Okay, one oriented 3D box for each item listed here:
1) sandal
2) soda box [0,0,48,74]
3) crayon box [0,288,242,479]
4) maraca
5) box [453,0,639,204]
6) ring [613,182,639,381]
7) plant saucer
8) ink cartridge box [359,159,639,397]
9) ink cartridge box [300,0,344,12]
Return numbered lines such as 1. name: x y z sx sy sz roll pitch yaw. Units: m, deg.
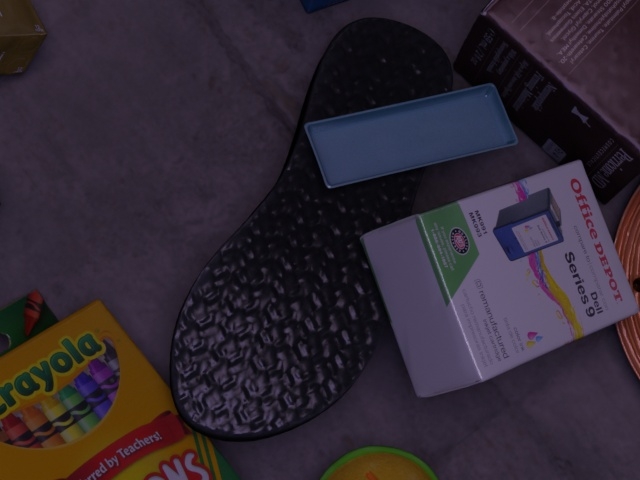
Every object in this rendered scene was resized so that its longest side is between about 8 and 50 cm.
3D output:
1. sandal: 0.003 0.000 1.497 0.168 0.107 0.445 27 65 0
2. soda box: -0.340 -0.185 1.465 0.181 0.061 0.058 -11 63 -44
3. crayon box: -0.208 0.190 1.396 0.318 0.081 0.202 50 47 6
4. maraca: 0.042 0.271 1.440 0.127 0.099 0.185 16 96 -2
5. box: 0.260 -0.174 1.508 0.203 0.168 0.167 43 78 5
6. ring: 0.436 0.047 1.549 0.337 0.032 0.336 1 79 -4
7. plant saucer: 0.082 -0.094 1.486 0.192 0.018 0.067 -14 71 -17
8. ink cartridge box: 0.162 0.031 1.450 0.212 0.093 0.154 -17 86 -39
9. ink cartridge box: 0.052 -0.364 1.478 0.198 0.270 0.197 -20 81 -8
